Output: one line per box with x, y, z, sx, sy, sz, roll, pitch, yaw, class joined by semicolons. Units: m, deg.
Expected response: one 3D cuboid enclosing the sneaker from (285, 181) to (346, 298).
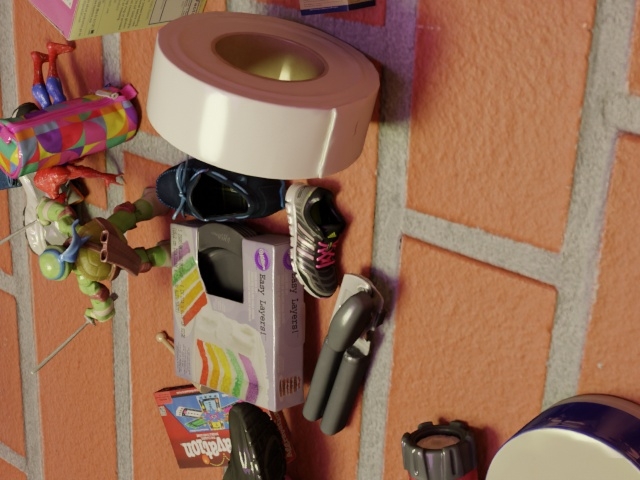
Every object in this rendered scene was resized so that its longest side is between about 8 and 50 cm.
0.000;0.000;1.543;0.075;0.063;0.170;-4;98;49;sneaker

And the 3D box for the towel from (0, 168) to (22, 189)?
-0.596;-0.152;2.055;0.067;0.029;0.119;-7;101;44;towel

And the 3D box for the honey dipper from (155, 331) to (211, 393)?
-0.230;0.200;1.839;0.161;0.030;0.030;37;128;42;honey dipper

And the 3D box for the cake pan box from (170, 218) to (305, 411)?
-0.127;0.102;1.673;0.246;0.070;0.266;12;107;42;cake pan box

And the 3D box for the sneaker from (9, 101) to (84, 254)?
-0.469;-0.110;1.924;0.108;0.100;0.271;-12;94;20;sneaker

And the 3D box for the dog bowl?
0.334;0.327;1.333;0.265;0.104;0.264;16;115;38;dog bowl

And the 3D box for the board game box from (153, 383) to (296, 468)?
-0.164;0.305;1.834;0.281;0.027;0.145;-15;96;44;board game box

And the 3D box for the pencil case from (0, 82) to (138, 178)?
-0.400;-0.176;1.733;0.104;0.236;0.104;27;131;37;pencil case

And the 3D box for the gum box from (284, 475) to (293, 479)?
-0.085;0.451;1.773;0.107;0.062;0.188;32;126;10;gum box

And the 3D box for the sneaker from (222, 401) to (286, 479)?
-0.113;0.385;1.659;0.130;0.109;0.286;-8;95;20;sneaker

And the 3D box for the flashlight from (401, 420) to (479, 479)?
0.176;0.403;1.506;0.103;0.103;0.304;5;108;40;flashlight

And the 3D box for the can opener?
0.024;0.166;1.573;0.074;0.093;0.280;37;132;28;can opener

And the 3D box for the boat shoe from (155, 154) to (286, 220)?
-0.167;-0.080;1.649;0.258;0.089;0.109;-2;104;43;boat shoe

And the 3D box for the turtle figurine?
-0.366;0.021;1.743;0.198;0.266;0.274;49;131;18;turtle figurine

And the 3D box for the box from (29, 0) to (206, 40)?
-0.305;-0.402;1.546;0.213;0.243;0.117;44;130;23;box

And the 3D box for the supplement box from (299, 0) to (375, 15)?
0.017;-0.335;1.408;0.083;0.056;0.083;4;108;42;supplement box

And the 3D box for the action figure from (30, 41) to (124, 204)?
-0.412;-0.177;1.849;0.091;0.139;0.280;-13;74;47;action figure

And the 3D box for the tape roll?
-0.071;-0.188;1.386;0.286;0.286;0.100;33;125;29;tape roll
